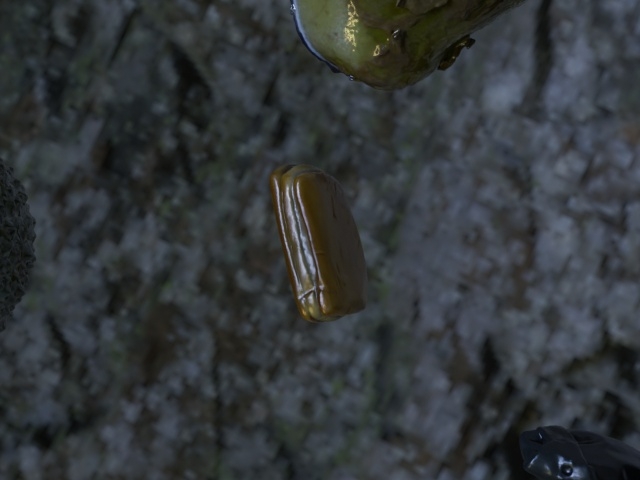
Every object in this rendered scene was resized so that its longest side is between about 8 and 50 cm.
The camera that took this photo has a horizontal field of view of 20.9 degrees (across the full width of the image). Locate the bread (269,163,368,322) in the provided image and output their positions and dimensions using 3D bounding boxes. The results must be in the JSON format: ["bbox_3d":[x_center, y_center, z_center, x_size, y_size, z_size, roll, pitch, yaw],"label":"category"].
[{"bbox_3d":[0.000,0.000,2.120,0.116,0.077,0.200,-4,-100,-59],"label":"bread"}]

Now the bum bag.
[{"bbox_3d":[0.314,0.263,1.855,0.326,0.142,0.080,24,-74,-45],"label":"bum bag"}]

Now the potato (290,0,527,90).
[{"bbox_3d":[0.114,-0.299,1.698,0.300,0.246,0.196,-54,22,-13],"label":"potato"}]

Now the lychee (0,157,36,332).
[{"bbox_3d":[-0.382,0.014,1.631,0.255,0.274,0.255,0,-90,-36],"label":"lychee"}]
